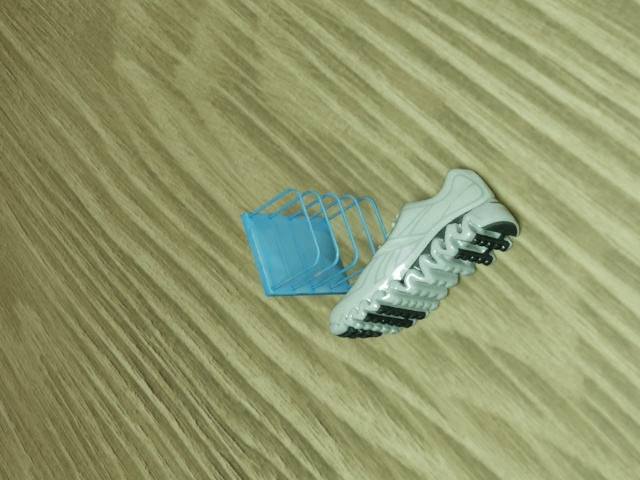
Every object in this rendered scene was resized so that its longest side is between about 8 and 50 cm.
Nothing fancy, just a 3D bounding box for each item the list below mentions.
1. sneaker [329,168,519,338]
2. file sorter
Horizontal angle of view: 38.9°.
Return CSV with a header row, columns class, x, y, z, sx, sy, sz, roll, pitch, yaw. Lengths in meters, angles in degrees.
class,x,y,z,sx,sy,sz,roll,pitch,yaw
sneaker,0.118,0.025,1.168,0.292,0.110,0.118,-41,56,26
file sorter,0.000,0.000,1.223,0.104,0.170,0.118,-32,69,35
